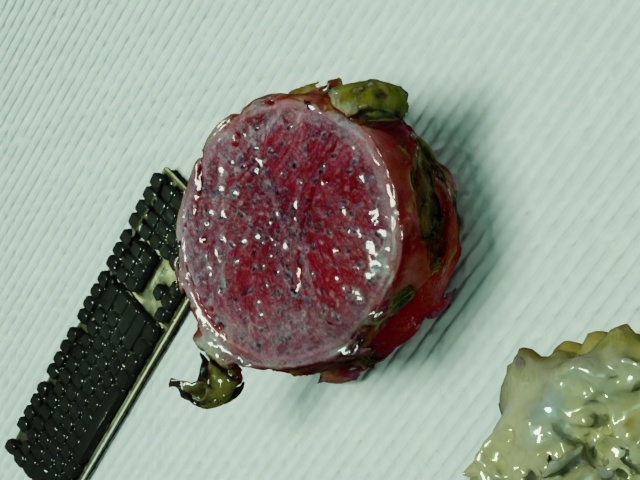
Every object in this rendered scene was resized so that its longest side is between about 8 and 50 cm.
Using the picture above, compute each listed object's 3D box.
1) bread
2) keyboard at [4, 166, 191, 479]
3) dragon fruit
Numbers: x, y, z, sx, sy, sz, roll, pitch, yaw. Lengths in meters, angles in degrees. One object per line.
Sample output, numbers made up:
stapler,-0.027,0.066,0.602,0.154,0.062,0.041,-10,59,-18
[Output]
bread,0.195,0.193,0.945,0.274,0.149,0.274,-11,73,43
keyboard,-0.183,0.088,1.357,0.106,0.027,0.317,45,115,33
dragon fruit,0.000,0.000,1.147,0.211,0.147,0.282,41,115,25
